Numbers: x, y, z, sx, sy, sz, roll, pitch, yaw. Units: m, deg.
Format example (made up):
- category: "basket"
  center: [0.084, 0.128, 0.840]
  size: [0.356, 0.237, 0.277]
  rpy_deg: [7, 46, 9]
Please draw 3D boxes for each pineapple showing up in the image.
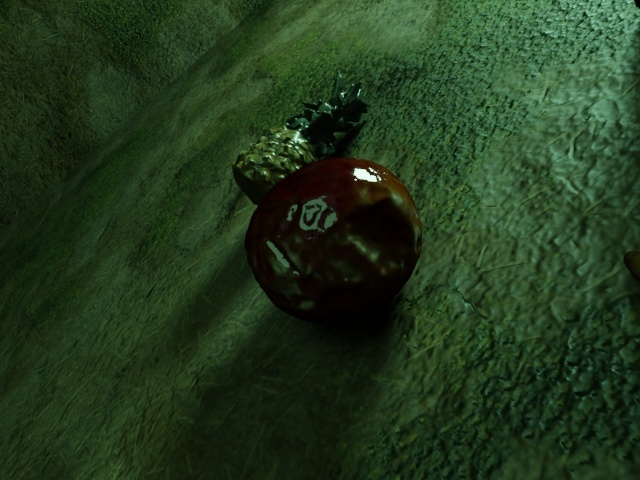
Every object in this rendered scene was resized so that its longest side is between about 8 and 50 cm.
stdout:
- category: "pineapple"
  center: [-0.022, -0.157, 0.913]
  size: [0.248, 0.128, 0.128]
  rpy_deg: [-47, 30, -14]

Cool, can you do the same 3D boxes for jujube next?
- category: "jujube"
  center: [0.000, 0.000, 0.659]
  size: [0.190, 0.190, 0.255]
  rpy_deg: [-53, 15, -14]

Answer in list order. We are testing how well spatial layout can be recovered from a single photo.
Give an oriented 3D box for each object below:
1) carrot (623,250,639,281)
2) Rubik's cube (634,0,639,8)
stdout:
- category: "carrot"
  center: [0.276, 0.040, 0.401]
  size: [0.036, 0.035, 0.165]
  rpy_deg: [-43, 29, 3]
- category: "Rubik's cube"
  center: [0.413, -0.347, 0.563]
  size: [0.167, 0.180, 0.183]
  rpy_deg: [-45, 33, 0]
